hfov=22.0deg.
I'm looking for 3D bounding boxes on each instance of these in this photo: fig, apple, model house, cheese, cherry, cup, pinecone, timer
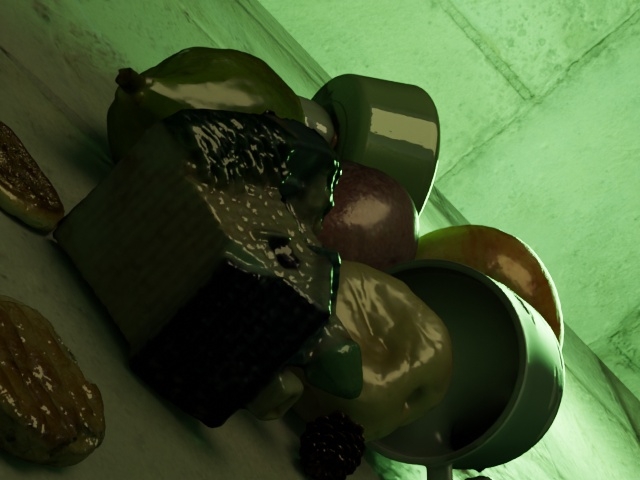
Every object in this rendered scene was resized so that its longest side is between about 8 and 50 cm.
[{"bbox_3d":[-0.169,-0.150,1.987,0.314,0.233,0.233,27,25,-39],"label":"fig"},{"bbox_3d":[0.217,0.112,2.444,0.286,0.286,0.233,49,5,-6],"label":"apple"},{"bbox_3d":[-0.071,0.048,1.695,0.298,0.243,0.284,6,49,-56],"label":"model house"},{"bbox_3d":[0.053,0.129,1.941,0.218,0.117,0.235,11,51,-15],"label":"cheese"},{"bbox_3d":[0.003,0.004,2.163,0.239,0.239,0.206,-114,-164,-52],"label":"cherry"},{"bbox_3d":[0.181,0.219,2.127,0.274,0.259,0.356,23,61,-65],"label":"cup"},{"bbox_3d":[0.010,0.229,1.819,0.077,0.077,0.083,51,22,6],"label":"pinecone"},{"bbox_3d":[-0.026,-0.137,2.432,0.315,0.290,0.290,18,27,-26],"label":"timer"}]

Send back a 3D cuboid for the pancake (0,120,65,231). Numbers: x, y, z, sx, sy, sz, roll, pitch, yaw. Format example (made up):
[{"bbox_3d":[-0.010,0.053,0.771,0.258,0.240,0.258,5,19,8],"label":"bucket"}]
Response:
[{"bbox_3d":[-0.315,-0.075,1.669,0.158,0.028,0.158,50,12,-14],"label":"pancake"}]

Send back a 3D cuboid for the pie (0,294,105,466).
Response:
[{"bbox_3d":[-0.246,0.108,1.333,0.195,0.046,0.195,46,12,-13],"label":"pie"}]
